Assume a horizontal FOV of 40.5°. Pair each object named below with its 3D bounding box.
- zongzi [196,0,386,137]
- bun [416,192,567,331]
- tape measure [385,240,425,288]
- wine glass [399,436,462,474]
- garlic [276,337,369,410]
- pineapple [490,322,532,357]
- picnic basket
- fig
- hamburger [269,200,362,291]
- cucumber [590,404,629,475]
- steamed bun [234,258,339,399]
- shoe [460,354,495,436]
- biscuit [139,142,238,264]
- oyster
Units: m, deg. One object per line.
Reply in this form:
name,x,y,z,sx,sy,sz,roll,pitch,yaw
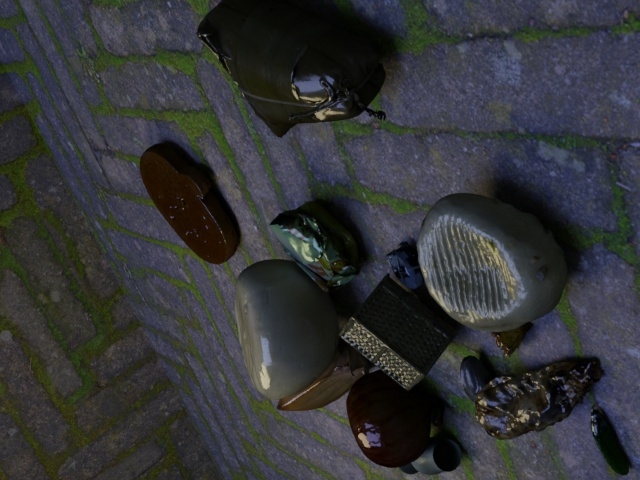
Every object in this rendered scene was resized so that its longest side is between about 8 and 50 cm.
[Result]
zongzi,0.011,-0.256,1.610,0.447,0.181,0.418,33,161,32
bun,0.293,0.036,1.466,0.259,0.160,0.259,22,125,35
tape measure,0.181,0.051,1.776,0.094,0.054,0.091,55,160,6
wine glass,0.266,0.532,2.143,0.093,0.093,0.202,56,156,0
garlic,0.036,0.346,2.216,0.151,0.196,0.338,50,135,-8
pineapple,0.360,0.179,1.637,0.114,0.077,0.114,70,-174,-48
picnic basket,0.167,0.185,1.818,0.196,0.154,0.134,39,155,8
fig,0.169,0.422,2.067,0.235,0.214,0.235,47,167,14
hamburger,-0.001,-0.001,1.945,0.214,0.125,0.235,31,149,30
cucumber,0.524,0.369,1.597,0.037,0.037,0.155,-6,115,60
steamed bun,-0.071,0.214,2.115,0.312,0.233,0.333,-137,39,-66
shoe,0.356,0.317,1.790,0.077,0.074,0.194,-15,107,39
biscuit,-0.368,-0.112,2.476,0.394,0.070,0.350,53,151,2
oyster,0.399,0.297,1.636,0.128,0.079,0.345,57,143,9
